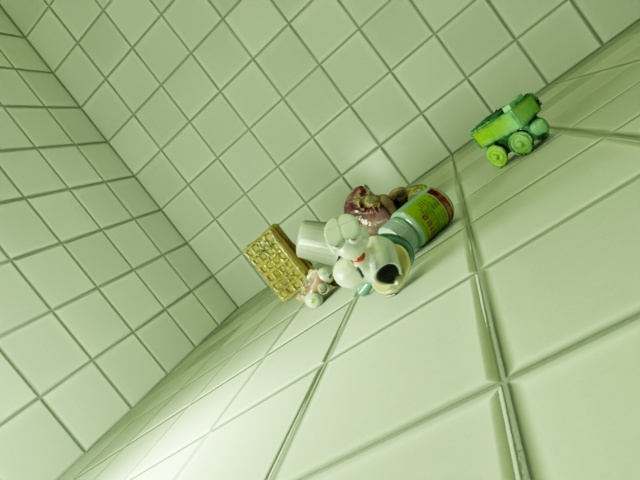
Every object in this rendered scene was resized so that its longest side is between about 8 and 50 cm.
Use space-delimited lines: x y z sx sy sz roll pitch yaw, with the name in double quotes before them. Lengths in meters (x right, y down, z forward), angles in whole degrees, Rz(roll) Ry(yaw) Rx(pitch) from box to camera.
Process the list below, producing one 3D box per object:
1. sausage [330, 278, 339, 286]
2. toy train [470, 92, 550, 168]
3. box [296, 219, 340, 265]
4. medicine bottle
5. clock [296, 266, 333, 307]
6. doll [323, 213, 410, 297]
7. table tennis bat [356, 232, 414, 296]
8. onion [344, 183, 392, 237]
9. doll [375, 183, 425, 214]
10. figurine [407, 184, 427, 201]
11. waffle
"sausage" 0.152 0.091 1.728 0.348 0.053 0.053 -35 4 31
"toy train" 0.689 -0.395 1.640 0.159 0.188 0.272 -40 6 -22
"box" 0.000 0.000 2.102 0.291 0.207 0.262 86 -166 -61
"medicine bottle" 0.303 -0.056 1.425 0.225 0.139 0.139 -38 3 -20
"clock" -0.011 0.184 1.749 0.165 0.093 0.162 -63 13 -13
"doll" 0.119 0.039 1.098 0.208 0.143 0.271 -10 -34 -2
"table tennis bat" 0.166 0.074 1.272 0.038 0.149 0.237 -80 16 -52
"onion" 0.205 -0.082 2.092 0.159 0.267 0.348 -36 -21 -11
"doll" 0.425 -0.193 2.394 0.304 0.156 0.201 -18 -34 13
"figurine" 0.470 -0.204 2.213 0.115 0.095 0.156 115 -179 -49
"waffle" -0.216 0.124 2.403 0.261 0.376 0.114 -37 4 34
